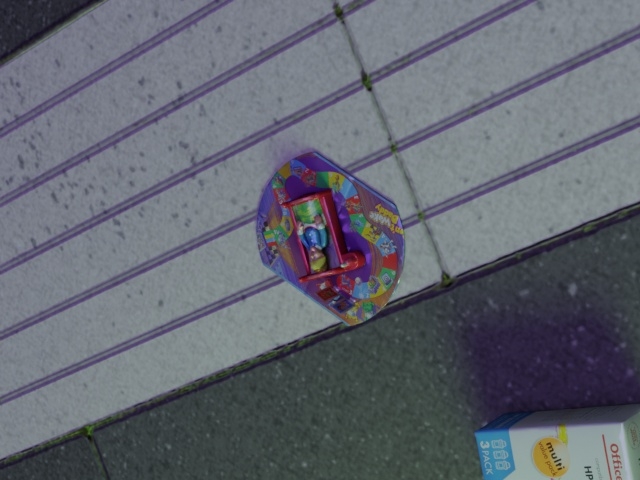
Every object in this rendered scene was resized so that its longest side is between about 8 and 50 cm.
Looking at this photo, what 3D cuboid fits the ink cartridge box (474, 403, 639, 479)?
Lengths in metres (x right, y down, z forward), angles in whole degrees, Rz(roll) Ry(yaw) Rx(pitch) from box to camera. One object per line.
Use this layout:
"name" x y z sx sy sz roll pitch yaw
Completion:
"ink cartridge box" 0.232 0.199 1.360 0.181 0.061 0.104 -9 95 35

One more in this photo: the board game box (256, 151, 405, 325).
"board game box" 0.000 0.000 1.495 0.168 0.033 0.133 35 118 23
